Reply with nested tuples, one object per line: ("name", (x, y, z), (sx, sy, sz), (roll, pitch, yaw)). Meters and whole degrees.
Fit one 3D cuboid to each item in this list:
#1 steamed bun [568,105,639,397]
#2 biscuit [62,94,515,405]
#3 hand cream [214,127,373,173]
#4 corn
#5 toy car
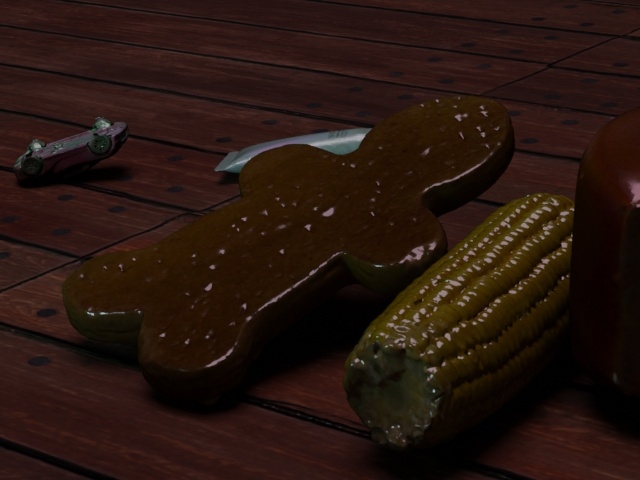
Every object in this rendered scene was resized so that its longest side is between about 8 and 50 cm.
("steamed bun", (0.386, 0.000, 1.527), (0.379, 0.235, 0.248), (-1, 25, 5))
("biscuit", (0.000, 0.001, 1.725), (0.432, 0.064, 0.283), (-32, 35, -21))
("hand cream", (-0.014, -0.097, 2.177), (0.205, 0.050, 0.078), (-4, 19, 13))
("corn", (0.131, 0.065, 1.564), (0.131, 0.131, 0.344), (7, 24, 30))
("toy car", (-0.286, -0.099, 2.230), (0.142, 0.055, 0.069), (-18, 18, 4))
